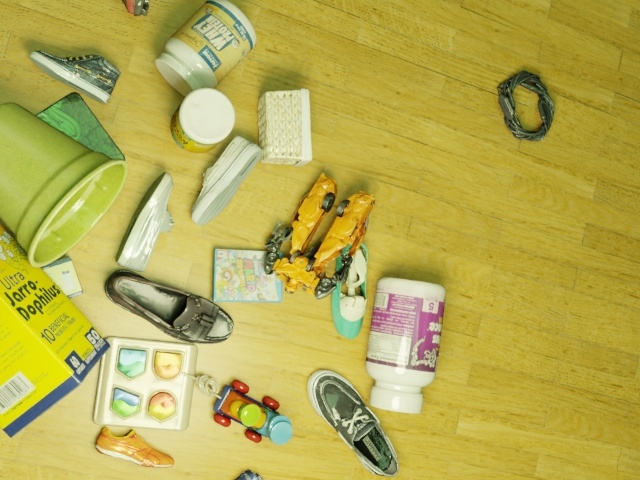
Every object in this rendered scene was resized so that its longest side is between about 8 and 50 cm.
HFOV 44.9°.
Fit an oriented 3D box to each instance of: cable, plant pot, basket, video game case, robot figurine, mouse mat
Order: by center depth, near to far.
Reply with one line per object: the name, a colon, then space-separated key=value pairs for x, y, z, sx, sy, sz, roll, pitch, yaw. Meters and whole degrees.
plant pot: x=-0.575 y=-0.130 z=1.553 sx=0.254 sy=0.276 sz=0.276 roll=39 pitch=77 yaw=1
mouse mat: x=-0.538 y=-0.209 z=1.684 sx=0.153 sy=0.007 sz=0.189 roll=-38 pitch=98 yaw=-16
video game case: x=-0.165 y=0.082 z=1.773 sx=0.166 sy=0.015 sz=0.119 roll=3 pitch=84 yaw=-26
basket: x=-0.084 y=-0.257 z=1.777 sx=0.103 sy=0.113 sz=0.167 roll=-2 pitch=88 yaw=-16
robot figurine: x=0.000 y=0.000 z=1.777 sx=0.211 sy=0.085 sz=0.291 roll=25 pitch=75 yaw=19
cable: x=0.542 y=-0.347 z=2.025 sx=0.151 sy=0.047 sz=0.184 roll=-30 pitch=94 yaw=-22

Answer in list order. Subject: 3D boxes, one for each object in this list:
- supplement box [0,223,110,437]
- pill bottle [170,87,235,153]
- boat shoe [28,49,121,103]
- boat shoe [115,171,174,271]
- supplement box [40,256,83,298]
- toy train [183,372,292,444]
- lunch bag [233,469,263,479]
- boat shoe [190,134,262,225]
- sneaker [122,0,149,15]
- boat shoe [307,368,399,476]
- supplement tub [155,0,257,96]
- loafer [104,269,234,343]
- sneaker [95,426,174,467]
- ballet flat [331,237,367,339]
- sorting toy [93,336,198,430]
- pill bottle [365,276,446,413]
supplement box: x=-0.620 y=0.164 z=1.510 sx=0.195 sy=0.194 sz=0.356 roll=-38 pitch=100 yaw=11
pill bottle: x=-0.260 y=-0.251 z=1.669 sx=0.118 sy=0.208 sz=0.117 roll=1 pitch=88 yaw=-18
boat shoe: x=-0.526 y=-0.375 z=1.668 sx=0.183 sy=0.065 sz=0.083 roll=29 pitch=78 yaw=-22
boat shoe: x=-0.368 y=-0.037 z=1.701 sx=0.081 sy=0.079 sz=0.227 roll=28 pitch=84 yaw=-24
supplement box: x=-0.556 y=0.086 z=1.639 sx=0.083 sy=0.056 sz=0.083 roll=-19 pitch=94 yaw=-18
toy train: x=-0.180 y=0.365 z=1.689 sx=0.248 sy=0.143 sz=0.105 roll=34 pitch=78 yaw=-23
lunch bag: x=-0.155 y=0.563 z=1.743 sx=0.065 sy=0.067 sz=0.098 roll=-31 pitch=96 yaw=-17
boat shoe: x=-0.227 y=-0.137 z=1.754 sx=0.076 sy=0.083 sz=0.226 roll=37 pitch=80 yaw=18
sneaker: x=-0.446 y=-0.619 z=1.683 sx=0.135 sy=0.097 sz=0.276 roll=-11 pitch=89 yaw=-18
boat shoe: x=0.082 y=0.430 z=1.807 sx=0.108 sy=0.102 sz=0.301 roll=-35 pitch=99 yaw=-16
supplement tub: x=-0.253 y=-0.422 z=1.712 sx=0.144 sy=0.144 sz=0.199 roll=43 pitch=76 yaw=-12
loafer: x=-0.325 y=0.151 z=1.690 sx=0.303 sy=0.095 sz=0.109 roll=25 pitch=79 yaw=-15
sneaker: x=-0.395 y=0.450 z=1.675 sx=0.175 sy=0.064 sz=0.067 roll=24 pitch=71 yaw=-18
ballet flat: x=0.073 y=0.113 z=1.825 sx=0.083 sy=0.087 sz=0.247 roll=1 pitch=88 yaw=-21
sorting toy: x=-0.379 y=0.316 z=1.696 sx=0.208 sy=0.038 sz=0.193 roll=8 pitch=85 yaw=-18
pill bottle: x=0.196 y=0.245 z=1.817 sx=0.169 sy=0.169 sz=0.301 roll=10 pitch=85 yaw=-17
